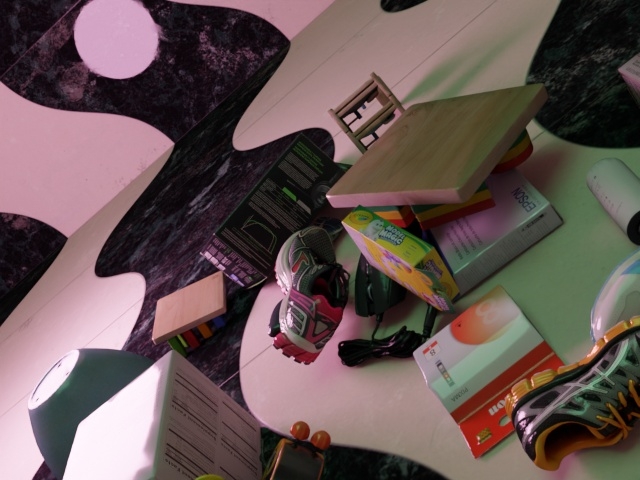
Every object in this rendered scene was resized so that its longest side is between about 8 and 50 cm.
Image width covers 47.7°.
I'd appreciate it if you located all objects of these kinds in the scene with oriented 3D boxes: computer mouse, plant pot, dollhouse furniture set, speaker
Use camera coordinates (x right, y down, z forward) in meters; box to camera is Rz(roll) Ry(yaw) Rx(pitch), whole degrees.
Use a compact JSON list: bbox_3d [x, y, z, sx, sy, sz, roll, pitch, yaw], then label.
[{"bbox_3d":[0.108,0.055,1.061,0.184,0.060,0.262,-15,46,51],"label":"computer mouse"},{"bbox_3d":[-0.429,0.316,1.367,0.290,0.195,0.290,-36,25,19],"label":"plant pot"},{"bbox_3d":[0.118,-0.274,1.599,0.129,0.129,0.183,-39,0,12],"label":"dollhouse furniture set"},{"bbox_3d":[0.370,-0.049,0.874,0.055,0.055,0.136,-36,24,17],"label":"speaker"}]

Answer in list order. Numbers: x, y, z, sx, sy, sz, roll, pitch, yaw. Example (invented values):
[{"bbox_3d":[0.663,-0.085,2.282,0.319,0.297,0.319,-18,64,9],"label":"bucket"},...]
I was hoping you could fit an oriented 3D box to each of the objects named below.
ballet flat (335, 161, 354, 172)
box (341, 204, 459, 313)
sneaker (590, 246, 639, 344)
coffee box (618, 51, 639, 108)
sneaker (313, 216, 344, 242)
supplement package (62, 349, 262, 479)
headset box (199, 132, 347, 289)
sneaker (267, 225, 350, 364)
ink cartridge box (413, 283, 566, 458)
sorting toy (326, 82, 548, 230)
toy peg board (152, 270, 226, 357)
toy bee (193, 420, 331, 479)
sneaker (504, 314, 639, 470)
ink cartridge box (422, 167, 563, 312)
[{"bbox_3d":[0.018,-0.137,1.574,0.250,0.084,0.058,7,87,60],"label":"ballet flat"},{"bbox_3d":[0.113,0.025,0.971,0.043,0.105,0.179,-44,43,-8],"label":"box"},{"bbox_3d":[0.365,0.041,0.698,0.228,0.087,0.092,-41,26,11],"label":"sneaker"},{"bbox_3d":[0.485,-0.182,0.855,0.141,0.098,0.246,-38,25,14],"label":"coffee box"},{"bbox_3d":[0.000,0.000,1.383,0.052,0.058,0.135,25,38,22],"label":"sneaker"},{"bbox_3d":[-0.214,0.335,0.989,0.199,0.198,0.263,-39,23,12],"label":"supplement package"},{"bbox_3d":[-0.093,-0.058,1.453,0.283,0.131,0.246,-52,7,-18],"label":"headset box"},{"bbox_3d":[-0.001,0.068,1.170,0.112,0.121,0.299,-50,21,27],"label":"sneaker"},{"bbox_3d":[0.194,0.146,0.847,0.145,0.045,0.179,-40,21,9],"label":"ink cartridge box"},{"bbox_3d":[0.184,-0.114,1.084,0.255,0.089,0.257,1,40,48],"label":"sorting toy"},{"bbox_3d":[-0.259,0.162,1.526,0.160,0.079,0.161,-25,27,4],"label":"toy peg board"},{"bbox_3d":[-0.053,0.287,0.807,0.162,0.195,0.298,-65,25,26],"label":"toy bee"},{"bbox_3d":[0.276,0.146,0.682,0.215,0.084,0.083,-41,25,29],"label":"sneaker"},{"bbox_3d":[0.218,-0.020,1.078,0.224,0.045,0.223,-39,24,12],"label":"ink cartridge box"}]
